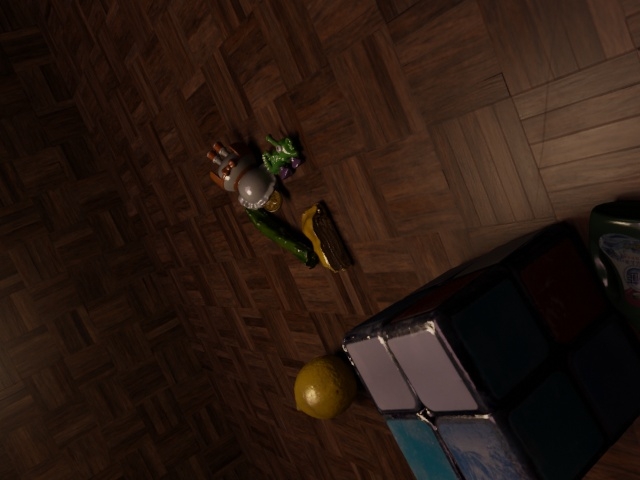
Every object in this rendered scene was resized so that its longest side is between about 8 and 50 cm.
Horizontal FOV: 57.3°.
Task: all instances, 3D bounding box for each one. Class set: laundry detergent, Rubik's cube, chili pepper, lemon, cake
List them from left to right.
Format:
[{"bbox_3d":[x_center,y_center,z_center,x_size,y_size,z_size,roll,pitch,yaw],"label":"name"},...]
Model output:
[{"bbox_3d":[-0.136,-0.040,1.690,0.359,0.076,0.085,42,171,33],"label":"chili pepper"},{"bbox_3d":[-0.003,0.002,1.494,0.116,0.080,0.184,-11,109,58],"label":"cake"},{"bbox_3d":[0.012,0.433,1.719,0.178,0.203,0.178,52,175,6],"label":"lemon"},{"bbox_3d":[0.277,0.204,0.955,0.318,0.316,0.313,60,152,2],"label":"Rubik's cube"},{"bbox_3d":[0.445,0.051,0.817,0.137,0.063,0.210,16,130,58],"label":"laundry detergent"}]

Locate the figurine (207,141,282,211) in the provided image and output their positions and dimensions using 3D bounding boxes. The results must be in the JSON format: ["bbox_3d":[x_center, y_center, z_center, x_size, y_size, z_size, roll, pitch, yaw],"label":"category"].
[{"bbox_3d":[-0.210,-0.177,1.623,0.271,0.143,0.143,45,147,32],"label":"figurine"}]

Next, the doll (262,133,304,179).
[{"bbox_3d":[-0.105,-0.216,1.502,0.115,0.050,0.190,57,154,2],"label":"doll"}]
